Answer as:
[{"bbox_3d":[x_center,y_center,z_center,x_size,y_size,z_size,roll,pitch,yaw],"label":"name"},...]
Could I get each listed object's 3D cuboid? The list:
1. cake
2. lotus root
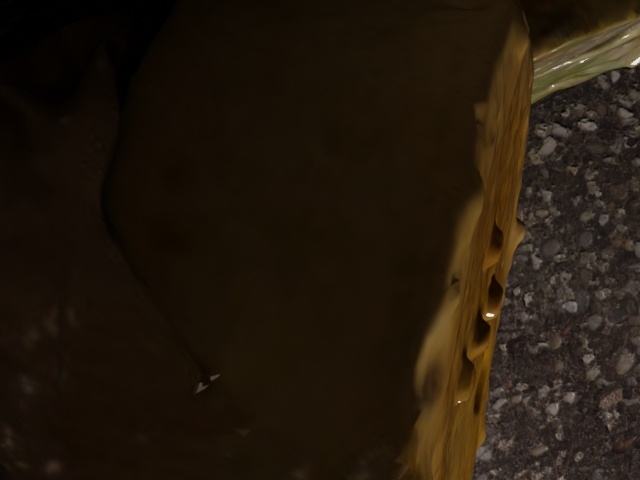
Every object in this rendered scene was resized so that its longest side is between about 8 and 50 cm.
[{"bbox_3d":[-0.077,0.022,0.651,0.321,0.332,0.332,9,-175,10],"label":"cake"},{"bbox_3d":[0.117,-0.140,1.017,0.375,0.111,0.390,-24,179,1],"label":"lotus root"}]
